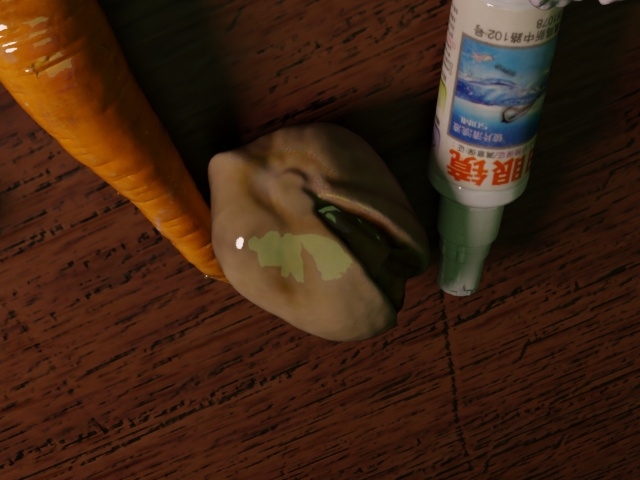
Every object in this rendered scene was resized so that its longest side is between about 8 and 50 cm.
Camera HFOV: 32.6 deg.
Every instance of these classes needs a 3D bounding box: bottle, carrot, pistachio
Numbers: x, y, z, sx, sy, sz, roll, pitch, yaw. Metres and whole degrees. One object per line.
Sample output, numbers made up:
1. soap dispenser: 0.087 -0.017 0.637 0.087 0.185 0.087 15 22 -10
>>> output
1. bottle: 0.089 -0.058 0.599 0.060 0.060 0.217 -4 131 -10
2. carrot: -0.101 -0.045 0.566 0.061 0.061 0.256 -23 134 6
3. pistachio: 0.000 0.000 0.599 0.113 0.113 0.149 -26 137 9

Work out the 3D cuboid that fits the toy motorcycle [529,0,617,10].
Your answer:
1. toy motorcycle: 0.181 -0.176 0.456 0.260 0.110 0.171 -21 163 -22
